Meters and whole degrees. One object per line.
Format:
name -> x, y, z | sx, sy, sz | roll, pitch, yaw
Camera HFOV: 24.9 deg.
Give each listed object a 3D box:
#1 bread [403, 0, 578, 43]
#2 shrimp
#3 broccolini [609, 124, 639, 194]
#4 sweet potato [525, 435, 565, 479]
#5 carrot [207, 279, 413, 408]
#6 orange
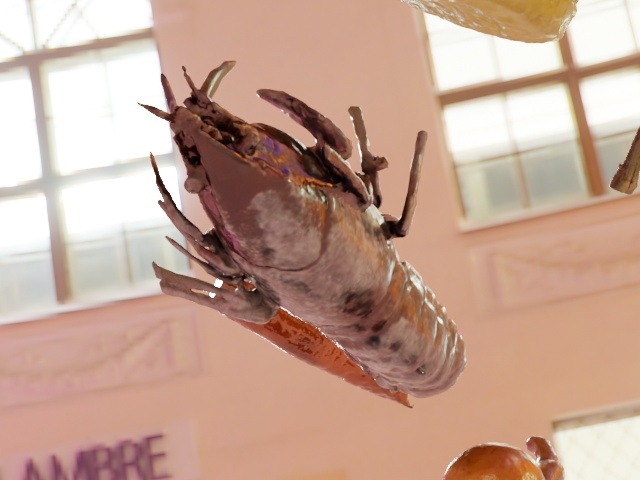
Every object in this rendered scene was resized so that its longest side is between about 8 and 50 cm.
bread -> 0.149, -0.392, 1.520 | 0.348, 0.308, 0.348 | 24, 4, -2
shrimp -> 0.000, 0.000, 1.066 | 0.221, 0.166, 0.410 | -39, -58, 4
broccolini -> 0.397, -0.164, 1.617 | 0.057, 0.254, 0.071 | 26, 24, 18
sweet potato -> 0.260, 0.264, 1.671 | 0.044, 0.044, 0.179 | -13, 8, 9
carrot -> -0.003, 0.091, 1.338 | 0.224, 0.057, 0.057 | 33, -32, -16
orange -> 0.130, 0.191, 1.083 | 0.083, 0.070, 0.083 | -5, -45, -5
